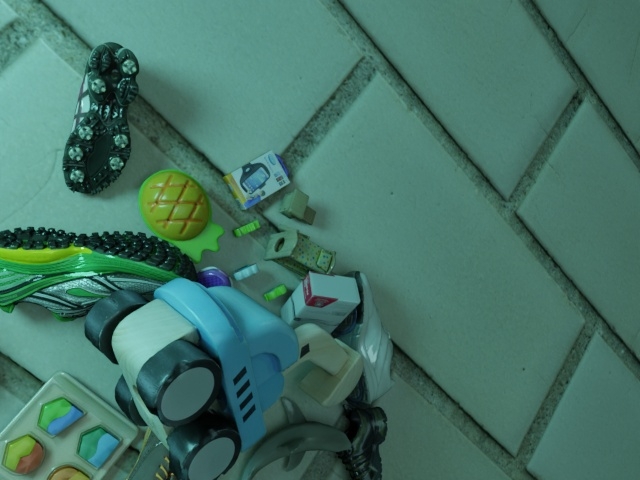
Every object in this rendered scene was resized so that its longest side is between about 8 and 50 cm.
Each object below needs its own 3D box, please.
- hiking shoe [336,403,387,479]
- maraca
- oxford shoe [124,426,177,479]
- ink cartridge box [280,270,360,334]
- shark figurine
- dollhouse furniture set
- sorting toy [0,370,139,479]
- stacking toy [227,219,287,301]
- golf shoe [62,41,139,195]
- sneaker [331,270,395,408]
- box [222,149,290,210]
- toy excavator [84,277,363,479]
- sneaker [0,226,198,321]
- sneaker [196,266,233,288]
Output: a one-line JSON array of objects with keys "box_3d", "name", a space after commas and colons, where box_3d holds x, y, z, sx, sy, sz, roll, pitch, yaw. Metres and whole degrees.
[{"box_3d": [0.075, 0.476, 1.241, 0.114, 0.086, 0.227, 11, 77, -13], "name": "hiking shoe"}, {"box_3d": [-0.261, -0.046, 1.064, 0.127, 0.099, 0.186, -34, 96, -16], "name": "maraca"}, {"box_3d": [-0.275, 0.420, 1.025, 0.130, 0.132, 0.364, 38, 72, -20], "name": "oxford shoe"}, {"box_3d": [-0.004, 0.135, 1.164, 0.109, 0.150, 0.063, 10, 49, -26], "name": "ink cartridge box"}, {"box_3d": [-0.081, 0.436, 1.131, 0.278, 0.116, 0.166, -34, 93, -16], "name": "shark figurine"}, {"box_3d": [0.000, 0.000, 1.191, 0.182, 0.101, 0.161, 30, 65, -33], "name": "dollhouse furniture set"}, {"box_3d": [-0.455, 0.366, 0.989, 0.193, 0.038, 0.208, 46, 70, -18], "name": "sorting toy"}, {"box_3d": [-0.183, 0.077, 1.131, 0.221, 0.052, 0.167, -28, 101, -26], "name": "stacking toy"}, {"box_3d": [-0.391, -0.216, 1.015, 0.105, 0.120, 0.273, 13, 105, -32], "name": "golf shoe"}, {"box_3d": [0.096, 0.212, 1.255, 0.129, 0.111, 0.297, -9, 95, -43], "name": "sneaker"}, {"box_3d": [-0.126, -0.130, 1.181, 0.136, 0.028, 0.081, -34, 103, -22], "name": "box"}, {"box_3d": [-0.105, 0.211, 0.981, 0.445, 0.222, 0.433, -31, 130, -31], "name": "toy excavator"}, {"box_3d": [-0.386, 0.063, 0.979, 0.343, 0.134, 0.146, 4, 108, -8], "name": "sneaker"}, {"box_3d": [-0.250, 0.151, 1.022, 0.095, 0.104, 0.236, 43, 93, -7], "name": "sneaker"}]
